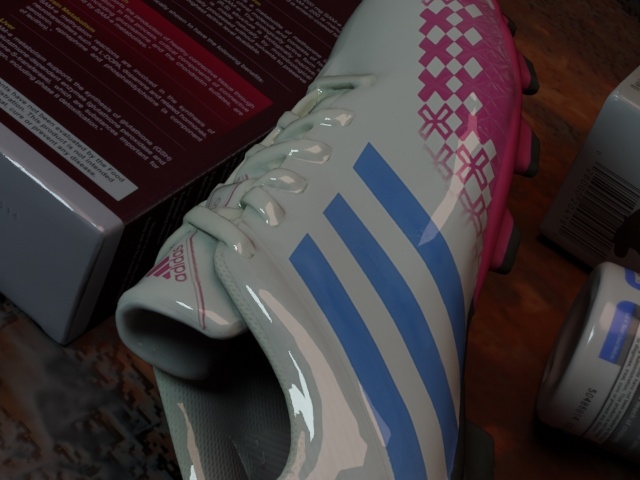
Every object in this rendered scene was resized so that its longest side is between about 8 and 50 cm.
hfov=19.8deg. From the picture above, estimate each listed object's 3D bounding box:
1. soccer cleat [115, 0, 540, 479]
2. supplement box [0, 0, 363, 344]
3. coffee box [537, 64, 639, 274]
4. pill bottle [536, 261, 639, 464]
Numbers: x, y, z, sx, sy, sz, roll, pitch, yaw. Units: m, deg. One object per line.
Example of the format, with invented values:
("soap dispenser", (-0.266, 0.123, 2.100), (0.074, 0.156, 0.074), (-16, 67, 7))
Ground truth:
("soccer cleat", (0.000, 0.000, 0.717), (0.143, 0.116, 0.331), (22, 52, -20))
("supplement box", (-0.078, -0.065, 0.833), (0.130, 0.073, 0.239), (38, 42, 14))
("coffee box", (0.252, 0.002, 0.898), (0.246, 0.098, 0.141), (34, 41, 13))
("pill bottle", (0.171, 0.069, 0.800), (0.137, 0.078, 0.078), (23, 39, 0))
